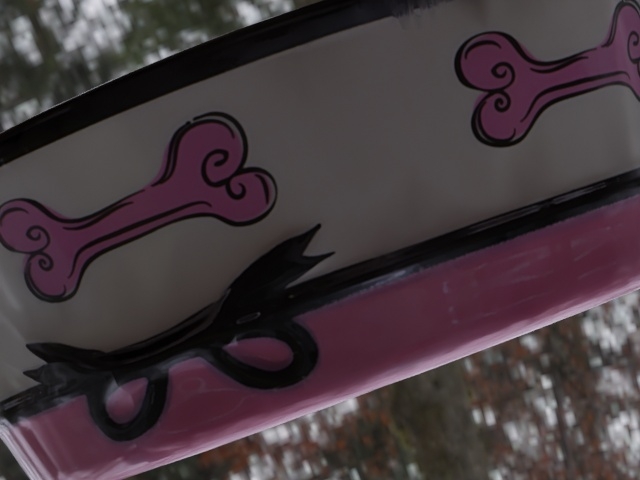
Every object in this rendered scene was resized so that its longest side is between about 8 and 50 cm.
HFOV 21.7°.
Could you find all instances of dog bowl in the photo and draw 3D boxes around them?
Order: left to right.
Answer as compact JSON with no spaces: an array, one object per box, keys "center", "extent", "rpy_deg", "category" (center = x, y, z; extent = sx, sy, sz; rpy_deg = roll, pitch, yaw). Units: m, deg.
[{"center":[0.000,0.000,0.821],"extent":[0.408,0.150,0.408],"rpy_deg":[-21,176,-1],"category":"dog bowl"}]
